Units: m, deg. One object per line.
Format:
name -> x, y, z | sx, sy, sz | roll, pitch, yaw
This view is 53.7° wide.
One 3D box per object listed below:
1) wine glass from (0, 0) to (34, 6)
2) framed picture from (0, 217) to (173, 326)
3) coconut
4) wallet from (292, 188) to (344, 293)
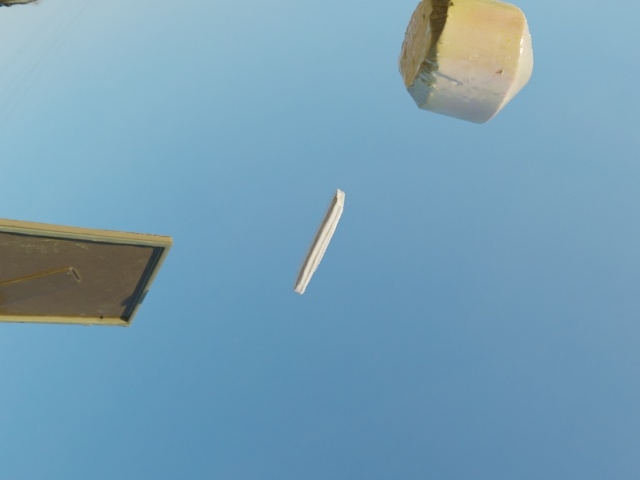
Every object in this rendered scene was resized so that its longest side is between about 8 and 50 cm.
wine glass -> -0.395, -0.410, 0.779 | 0.103, 0.222, 0.103 | -4, -147, 3
framed picture -> -0.438, 0.060, 1.023 | 0.247, 0.335, 0.022 | -54, -137, 37
coconut -> 0.145, -0.175, 0.607 | 0.122, 0.116, 0.116 | 11, -146, -11
wallet -> 0.000, 0.000, 1.097 | 0.182, 0.032, 0.124 | -64, -178, 11
